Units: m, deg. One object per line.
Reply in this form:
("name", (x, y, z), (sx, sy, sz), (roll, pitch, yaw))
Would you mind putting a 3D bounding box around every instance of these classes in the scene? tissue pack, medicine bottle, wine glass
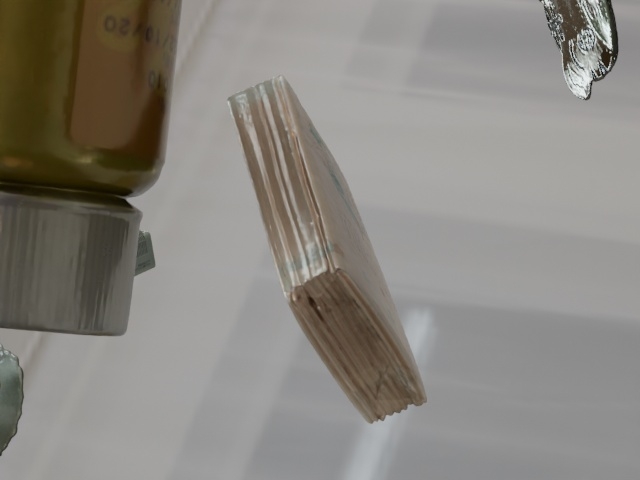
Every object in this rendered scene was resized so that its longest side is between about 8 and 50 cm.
("tissue pack", (0.000, 0.000, 1.425), (0.170, 0.071, 0.325), (60, -173, -35))
("medicine bottle", (-0.246, -0.113, 1.454), (0.224, 0.224, 0.384), (12, -97, -71))
("wine glass", (-0.452, 0.160, 1.730), (0.232, 0.156, 0.156), (20, -102, -47))

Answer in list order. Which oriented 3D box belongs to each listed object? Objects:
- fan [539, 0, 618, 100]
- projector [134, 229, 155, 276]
("fan", (0.234, -0.218, 1.398), (0.226, 0.008, 0.152), (129, 123, -73))
("projector", (-0.291, 0.016, 1.959), (0.115, 0.147, 0.061), (-24, -65, -47))
